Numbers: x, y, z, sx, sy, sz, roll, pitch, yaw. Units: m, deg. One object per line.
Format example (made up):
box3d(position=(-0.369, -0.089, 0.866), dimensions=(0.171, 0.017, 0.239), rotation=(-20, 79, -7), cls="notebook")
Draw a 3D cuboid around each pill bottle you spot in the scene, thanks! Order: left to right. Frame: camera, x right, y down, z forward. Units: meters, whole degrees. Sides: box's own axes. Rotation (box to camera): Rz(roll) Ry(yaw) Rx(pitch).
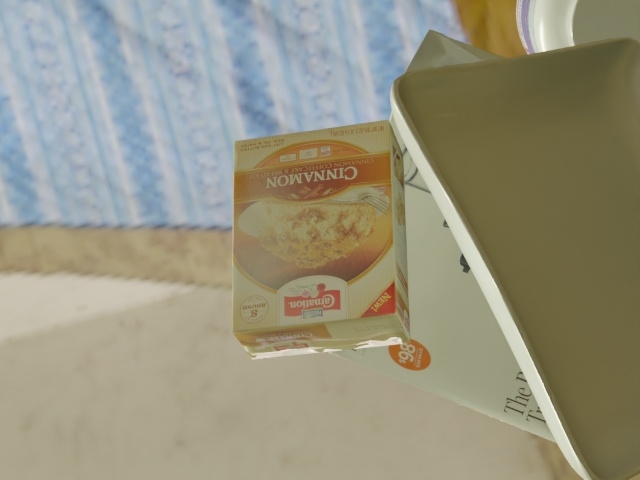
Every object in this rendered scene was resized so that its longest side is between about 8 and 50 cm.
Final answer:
box3d(position=(0.308, -0.236, 1.788), dimensions=(0.323, 0.182, 0.181), rotation=(-83, -21, -79), cls="pill bottle")

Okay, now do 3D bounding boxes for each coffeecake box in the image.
box3d(position=(0.000, 0.000, 1.461), dimensions=(0.068, 0.142, 0.185), rotation=(60, -155, -61), cls="coffeecake box")

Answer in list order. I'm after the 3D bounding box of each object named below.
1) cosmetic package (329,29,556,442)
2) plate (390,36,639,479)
box3d(position=(0.182, 0.011, 1.637), dimensions=(0.097, 0.284, 0.377), rotation=(-58, -14, -45), cls="cosmetic package")
box3d(position=(0.181, 0.006, 1.096), dimensions=(0.045, 0.277, 0.278), rotation=(-36, 75, 43), cls="plate")
